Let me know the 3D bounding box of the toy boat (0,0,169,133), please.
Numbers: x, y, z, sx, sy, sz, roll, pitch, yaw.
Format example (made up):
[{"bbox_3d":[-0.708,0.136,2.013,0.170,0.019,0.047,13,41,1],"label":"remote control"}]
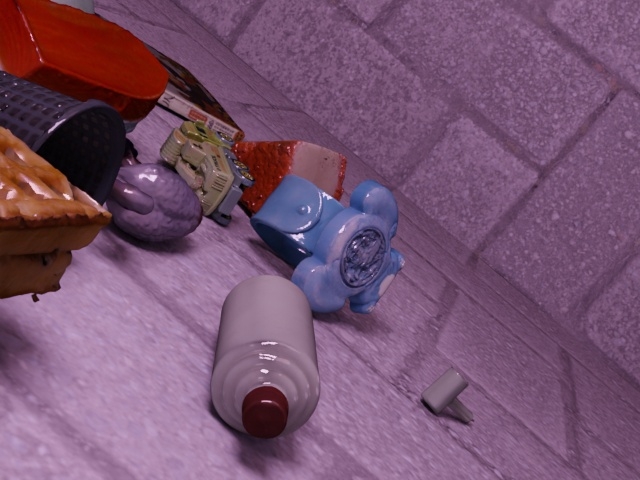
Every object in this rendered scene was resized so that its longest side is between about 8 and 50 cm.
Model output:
[{"bbox_3d":[-0.318,-0.204,1.242,0.145,0.133,0.332,64,21,12],"label":"toy boat"}]

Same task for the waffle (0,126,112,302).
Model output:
[{"bbox_3d":[-0.298,-0.047,0.631,0.213,0.091,0.308,39,9,10],"label":"waffle"}]

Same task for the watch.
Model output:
[{"bbox_3d":[0.000,0.000,1.426,0.193,0.211,0.211,26,1,41],"label":"watch"}]

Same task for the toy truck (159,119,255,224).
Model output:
[{"bbox_3d":[-0.180,-0.110,1.451,0.116,0.085,0.191,25,20,-33],"label":"toy truck"}]

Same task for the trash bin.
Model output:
[{"bbox_3d":[-0.293,-0.078,0.877,0.161,0.175,0.175,28,10,13],"label":"trash bin"}]

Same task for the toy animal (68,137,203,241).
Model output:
[{"bbox_3d":[-0.212,-0.052,1.132,0.195,0.090,0.324,29,5,-19],"label":"toy animal"}]

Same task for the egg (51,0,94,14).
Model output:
[{"bbox_3d":[-0.400,-0.317,1.344,0.168,0.168,0.231,35,18,-19],"label":"egg"}]

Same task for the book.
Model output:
[{"bbox_3d":[-0.357,-0.343,1.859,0.428,0.039,0.300,26,18,-46],"label":"book"}]

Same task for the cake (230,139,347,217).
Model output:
[{"bbox_3d":[-0.087,-0.136,1.629,0.262,0.160,0.158,45,17,30],"label":"cake"}]

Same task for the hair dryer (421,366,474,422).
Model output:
[{"bbox_3d":[0.199,0.234,1.395,0.124,0.063,0.038,45,4,-41],"label":"hair dryer"}]

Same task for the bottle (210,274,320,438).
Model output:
[{"bbox_3d":[-0.054,0.120,0.955,0.104,0.104,0.245,36,12,-13],"label":"bottle"}]
